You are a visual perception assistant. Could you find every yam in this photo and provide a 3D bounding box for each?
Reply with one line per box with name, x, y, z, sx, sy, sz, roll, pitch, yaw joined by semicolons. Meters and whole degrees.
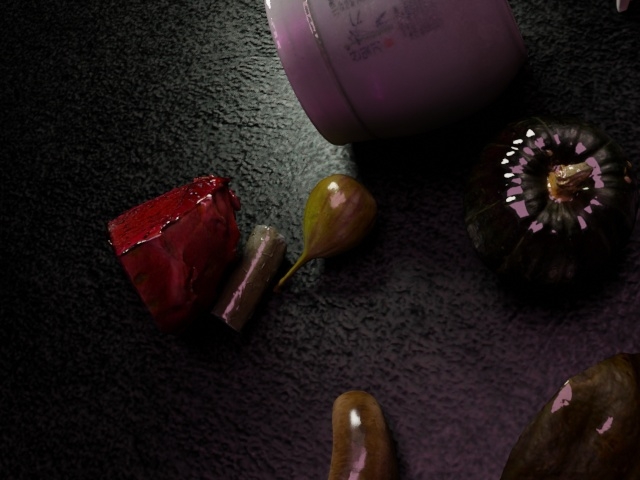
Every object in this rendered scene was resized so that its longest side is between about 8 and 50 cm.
yam;-0.087;0.047;0.987;0.054;0.054;0.132;19;71;26

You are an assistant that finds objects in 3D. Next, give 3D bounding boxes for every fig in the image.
fig;0.013;0.001;0.979;0.093;0.093;0.166;23;100;27

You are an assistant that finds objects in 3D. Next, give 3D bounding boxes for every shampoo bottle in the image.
shampoo bottle;0.089;-0.259;0.963;0.266;0.273;0.273;-19;58;20

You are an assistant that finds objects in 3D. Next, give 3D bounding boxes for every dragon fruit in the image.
dragon fruit;-0.178;0.015;0.974;0.163;0.261;0.189;-3;102;-20

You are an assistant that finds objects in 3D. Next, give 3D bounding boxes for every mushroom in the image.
mushroom;0.039;0.248;0.821;0.072;0.094;0.210;-5;58;19

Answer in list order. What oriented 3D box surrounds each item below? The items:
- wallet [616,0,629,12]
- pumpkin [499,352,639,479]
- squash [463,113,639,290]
wallet;0.382;-0.348;0.998;0.025;0.122;0.061;10;66;23
pumpkin;0.288;0.192;0.736;0.254;0.149;0.130;-40;50;-6
squash;0.245;-0.043;0.868;0.193;0.156;0.193;-1;88;19
